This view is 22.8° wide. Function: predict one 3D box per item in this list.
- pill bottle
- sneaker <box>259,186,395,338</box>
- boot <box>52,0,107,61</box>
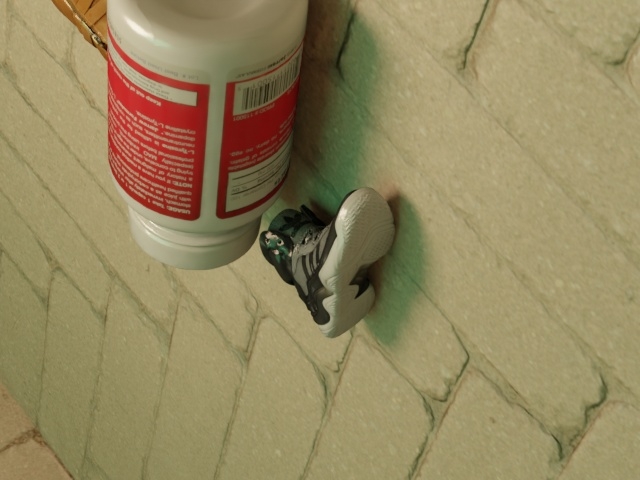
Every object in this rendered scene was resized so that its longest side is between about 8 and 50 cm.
[{"bbox_3d":[-0.143,-0.158,1.919,0.229,0.229,0.407,44,147,27],"label":"pill bottle"},{"bbox_3d":[0.000,0.000,1.964,0.153,0.101,0.268,44,150,23],"label":"sneaker"},{"bbox_3d":[-0.313,-0.370,2.115,0.220,0.109,0.283,54,153,13],"label":"boot"}]
